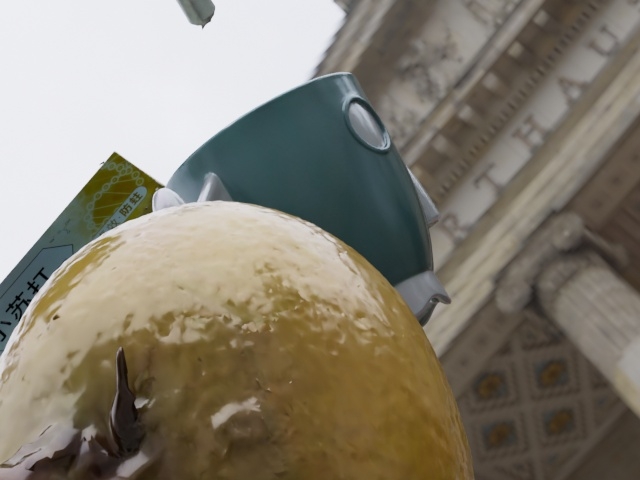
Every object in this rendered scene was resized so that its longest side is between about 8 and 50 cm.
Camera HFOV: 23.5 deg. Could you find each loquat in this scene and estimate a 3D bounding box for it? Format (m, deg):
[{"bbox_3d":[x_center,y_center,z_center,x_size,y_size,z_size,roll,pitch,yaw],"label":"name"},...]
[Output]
[{"bbox_3d":[-0.059,0.121,0.771,0.275,0.275,0.275,-16,-51,-21],"label":"loquat"}]

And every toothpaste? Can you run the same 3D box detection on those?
[{"bbox_3d":[-0.243,0.069,1.360,0.313,0.089,0.071,-50,-38,-7],"label":"toothpaste"}]

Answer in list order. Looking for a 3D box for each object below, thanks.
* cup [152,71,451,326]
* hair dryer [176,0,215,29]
[{"bbox_3d":[0.000,0.000,1.071,0.167,0.173,0.299,-37,-11,33],"label":"cup"},{"bbox_3d":[-0.119,-0.216,1.199,0.047,0.082,0.137,-25,-53,7],"label":"hair dryer"}]
